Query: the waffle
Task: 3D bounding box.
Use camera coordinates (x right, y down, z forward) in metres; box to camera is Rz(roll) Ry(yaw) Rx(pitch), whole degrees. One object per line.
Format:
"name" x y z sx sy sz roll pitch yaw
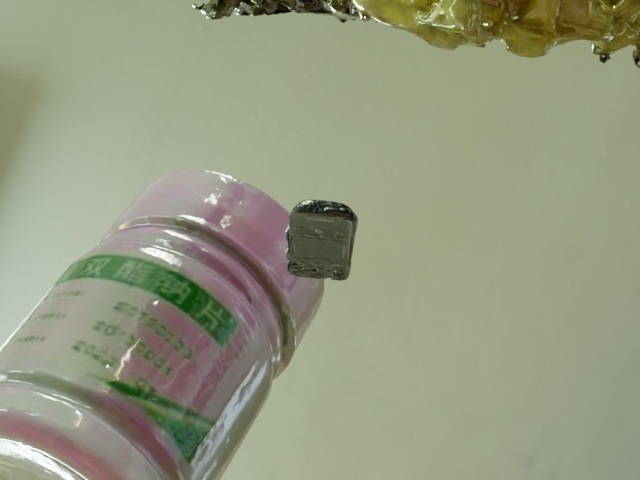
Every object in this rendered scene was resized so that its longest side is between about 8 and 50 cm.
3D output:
"waffle" 0.084 -0.188 0.655 0.301 0.281 0.058 -42 -23 -47

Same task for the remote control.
"remote control" 0.000 0.000 0.676 0.039 0.014 0.096 5 -24 0

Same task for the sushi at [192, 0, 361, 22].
"sushi" 0.006 -0.238 0.889 0.212 0.115 0.147 11 -58 20

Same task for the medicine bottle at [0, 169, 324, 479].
"medicine bottle" -0.150 0.110 1.012 0.212 0.325 0.212 16 -47 17
